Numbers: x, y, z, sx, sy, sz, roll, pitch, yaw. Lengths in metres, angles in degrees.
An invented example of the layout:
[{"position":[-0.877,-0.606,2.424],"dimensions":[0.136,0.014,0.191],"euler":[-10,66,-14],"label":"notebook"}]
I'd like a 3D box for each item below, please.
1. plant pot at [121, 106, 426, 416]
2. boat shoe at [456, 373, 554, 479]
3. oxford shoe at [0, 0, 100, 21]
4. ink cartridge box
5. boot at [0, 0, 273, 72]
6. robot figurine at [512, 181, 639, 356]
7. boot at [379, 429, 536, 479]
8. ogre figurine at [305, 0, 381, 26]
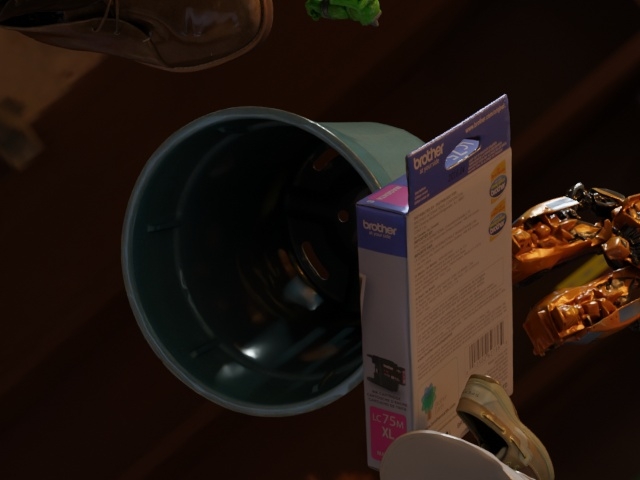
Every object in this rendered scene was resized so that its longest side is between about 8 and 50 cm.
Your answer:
[{"position":[0.000,0.000,1.823],"dimensions":[0.341,0.341,0.334],"euler":[-45,-11,25],"label":"plant pot"},{"position":[0.159,0.179,1.371],"dimensions":[0.050,0.135,0.045],"euler":[-4,39,52],"label":"boat shoe"},{"position":[-0.256,-0.238,1.408],"dimensions":[0.227,0.083,0.096],"euler":[-17,15,9],"label":"oxford shoe"},{"position":[0.106,0.037,1.393],"dimensions":[0.186,0.065,0.311],"euler":[-32,-51,-48],"label":"ink cartridge box"},{"position":[-0.195,-0.226,1.566],"dimensions":[0.305,0.112,0.115],"euler":[4,9,27],"label":"boot"},{"position":[0.326,0.028,1.844],"dimensions":[0.291,0.211,0.085],"euler":[-19,-18,-40],"label":"robot figurine"},{"position":[0.162,0.236,1.256],"dimensions":[0.095,0.258,0.123],"euler":[-56,-3,3],"label":"boot"},{"position":[0.024,-0.344,2.013],"dimensions":[0.097,0.118,0.197],"euler":[-41,-30,-44],"label":"ogre figurine"}]
